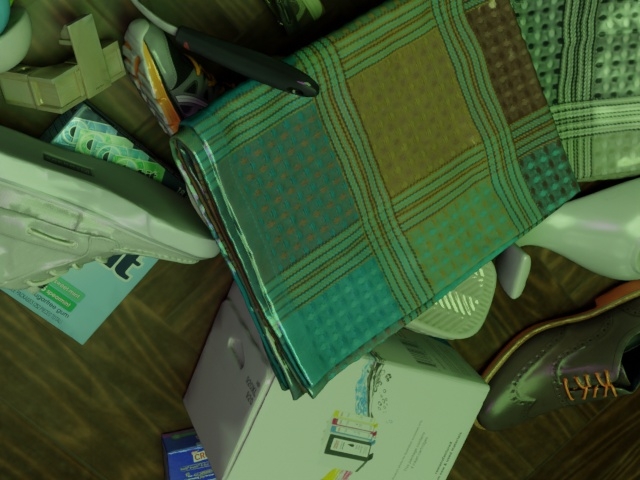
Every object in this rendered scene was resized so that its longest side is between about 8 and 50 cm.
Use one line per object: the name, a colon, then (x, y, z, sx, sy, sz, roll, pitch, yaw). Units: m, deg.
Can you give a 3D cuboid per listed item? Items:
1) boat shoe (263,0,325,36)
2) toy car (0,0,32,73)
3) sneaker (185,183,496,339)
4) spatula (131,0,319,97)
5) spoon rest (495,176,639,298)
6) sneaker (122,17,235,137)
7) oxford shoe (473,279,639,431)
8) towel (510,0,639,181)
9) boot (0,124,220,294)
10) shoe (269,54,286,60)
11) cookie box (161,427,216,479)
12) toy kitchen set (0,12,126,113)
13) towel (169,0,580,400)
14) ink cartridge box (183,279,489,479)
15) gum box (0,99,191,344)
boat shoe: (-0.055, -0.243, 1.123, 0.049, 0.056, 0.152, -46, 121, -3)
toy car: (-0.323, -0.178, 1.001, 0.182, 0.136, 0.159, -31, 120, -5)
sneaker: (0.000, 0.000, 1.196, 0.350, 0.148, 0.131, 31, 79, -31)
spatula: (-0.131, -0.186, 1.030, 0.296, 0.084, 0.030, 30, 78, 8)
spoon rest: (0.298, -0.005, 1.363, 0.276, 0.084, 0.137, -10, 128, -31)
sneaker: (-0.109, -0.122, 1.147, 0.083, 0.084, 0.215, -34, 131, -4)
oxford shoe: (0.290, 0.140, 1.404, 0.271, 0.098, 0.097, -33, 123, -1)
towel: (0.243, -0.191, 1.263, 0.324, 0.056, 0.312, -9, 116, -18)
boot: (-0.221, -0.007, 1.107, 0.258, 0.095, 0.123, 22, 109, -17)
shoe: (0.022, -0.106, 1.201, 0.219, 0.058, 0.076, 36, 70, -34)
cookie box: (-0.119, 0.251, 1.331, 0.092, 0.040, 0.107, -9, 116, -17)
toy kitchen set: (-0.231, -0.163, 1.102, 0.083, 0.075, 0.068, -41, 132, -41)
towel: (0.066, -0.066, 1.120, 0.370, 0.040, 0.271, -34, 112, -25)
ink cartridge box: (0.009, 0.155, 1.262, 0.232, 0.171, 0.168, 17, 106, -26)
gum box: (-0.224, -0.017, 1.168, 0.157, 0.041, 0.184, 39, 96, -29)
